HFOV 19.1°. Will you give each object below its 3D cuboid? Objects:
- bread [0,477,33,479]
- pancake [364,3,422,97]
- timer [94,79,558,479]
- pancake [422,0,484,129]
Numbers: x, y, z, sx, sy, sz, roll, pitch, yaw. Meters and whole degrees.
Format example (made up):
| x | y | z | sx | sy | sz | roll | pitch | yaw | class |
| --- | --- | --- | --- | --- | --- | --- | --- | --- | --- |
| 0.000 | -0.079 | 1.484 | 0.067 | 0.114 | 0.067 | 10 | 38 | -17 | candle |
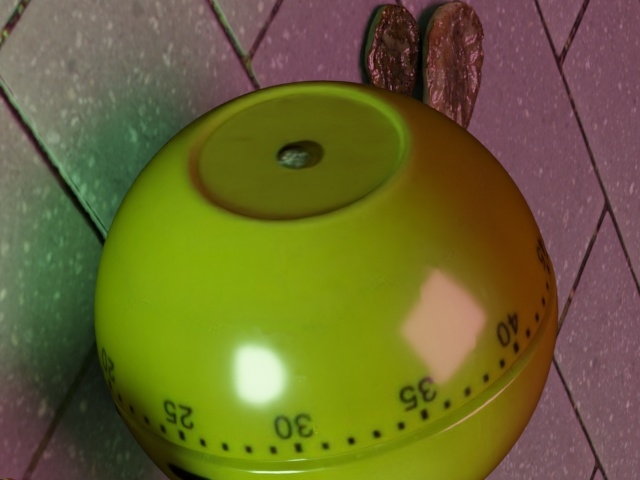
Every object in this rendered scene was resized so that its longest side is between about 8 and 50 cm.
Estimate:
| x | y | z | sx | sy | sz | roll | pitch | yaw | class |
| --- | --- | --- | --- | --- | --- | --- | --- | --- | --- |
| -0.196 | 0.242 | 1.249 | 0.250 | 0.179 | 0.133 | 49 | 63 | -42 | bread |
| 0.069 | -0.174 | 1.778 | 0.108 | 0.017 | 0.108 | -7 | 98 | -62 | pancake |
| 0.007 | 0.086 | 1.414 | 0.376 | 0.376 | 0.387 | -53 | 143 | -41 | timer |
| 0.128 | -0.166 | 1.867 | 0.151 | 0.025 | 0.151 | 8 | 90 | -68 | pancake |
